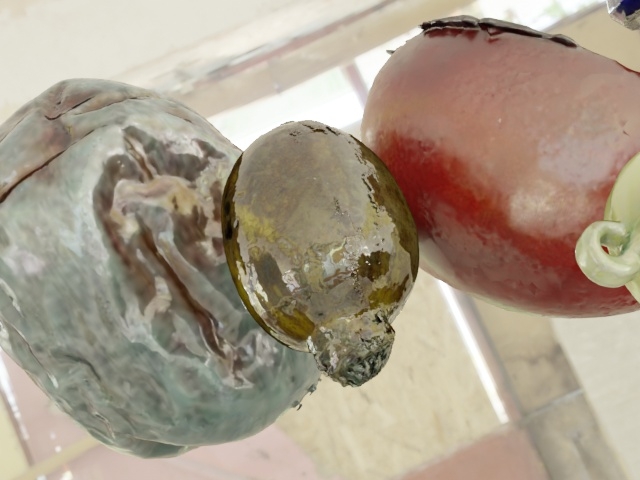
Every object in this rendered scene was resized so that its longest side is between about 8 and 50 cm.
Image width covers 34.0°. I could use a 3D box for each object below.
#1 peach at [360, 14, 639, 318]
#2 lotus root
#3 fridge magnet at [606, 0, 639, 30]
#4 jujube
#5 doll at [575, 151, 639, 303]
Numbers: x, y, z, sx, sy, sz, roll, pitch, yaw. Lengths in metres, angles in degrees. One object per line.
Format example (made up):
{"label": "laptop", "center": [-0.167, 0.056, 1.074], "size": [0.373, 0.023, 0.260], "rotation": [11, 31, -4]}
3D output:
{"label": "peach", "center": [0.191, -0.036, 0.840], "size": [0.361, 0.201, 0.258], "rotation": [18, 0, 12]}
{"label": "lotus root", "center": [0.000, 0.000, 0.658], "size": [0.120, 0.209, 0.120], "rotation": [-11, -41, -10]}
{"label": "fridge magnet", "center": [0.318, -0.241, 0.817], "size": [0.265, 0.113, 0.265], "rotation": [-13, -4, -1]}
{"label": "jujube", "center": [-0.143, 0.021, 0.821], "size": [0.246, 0.308, 0.215], "rotation": [-34, 8, -30]}
{"label": "doll", "center": [0.247, -0.006, 0.507], "size": [0.296, 0.141, 0.117], "rotation": [-7, -25, -16]}
